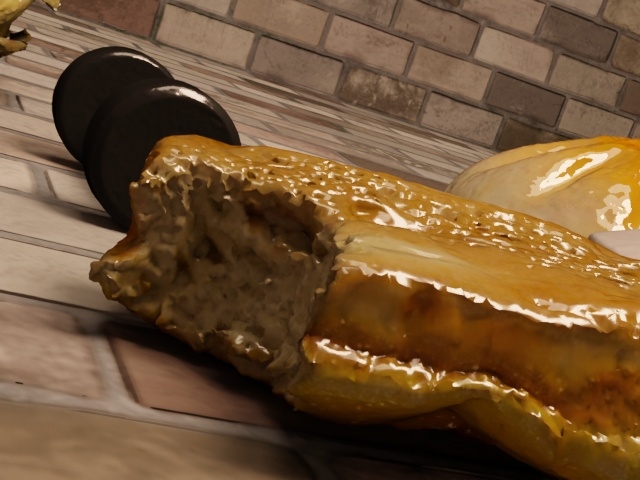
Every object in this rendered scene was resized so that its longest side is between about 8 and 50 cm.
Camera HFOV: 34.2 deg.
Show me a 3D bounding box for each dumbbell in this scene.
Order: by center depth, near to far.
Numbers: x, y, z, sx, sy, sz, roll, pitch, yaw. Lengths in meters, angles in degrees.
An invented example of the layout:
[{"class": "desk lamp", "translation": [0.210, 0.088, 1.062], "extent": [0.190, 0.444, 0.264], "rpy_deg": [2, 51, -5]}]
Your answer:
[{"class": "dumbbell", "translation": [-0.128, -0.076, 0.730], "extent": [0.100, 0.100, 0.191], "rpy_deg": [14, 12, -26]}]

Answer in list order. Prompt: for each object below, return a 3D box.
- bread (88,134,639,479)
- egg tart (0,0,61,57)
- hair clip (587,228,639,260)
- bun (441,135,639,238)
[{"class": "bread", "translation": [0.086, 0.052, 0.467], "extent": [0.380, 0.109, 0.185], "rpy_deg": [17, 16, -6]}, {"class": "egg tart", "translation": [-0.391, -0.229, 1.000], "extent": [0.297, 0.132, 0.297], "rpy_deg": [10, 25, -5]}, {"class": "hair clip", "translation": [0.318, 0.035, 0.622], "extent": [0.331, 0.101, 0.085], "rpy_deg": [-3, 24, -13]}, {"class": "bun", "translation": [0.234, 0.002, 0.802], "extent": [0.299, 0.164, 0.299], "rpy_deg": [20, 11, -4]}]
